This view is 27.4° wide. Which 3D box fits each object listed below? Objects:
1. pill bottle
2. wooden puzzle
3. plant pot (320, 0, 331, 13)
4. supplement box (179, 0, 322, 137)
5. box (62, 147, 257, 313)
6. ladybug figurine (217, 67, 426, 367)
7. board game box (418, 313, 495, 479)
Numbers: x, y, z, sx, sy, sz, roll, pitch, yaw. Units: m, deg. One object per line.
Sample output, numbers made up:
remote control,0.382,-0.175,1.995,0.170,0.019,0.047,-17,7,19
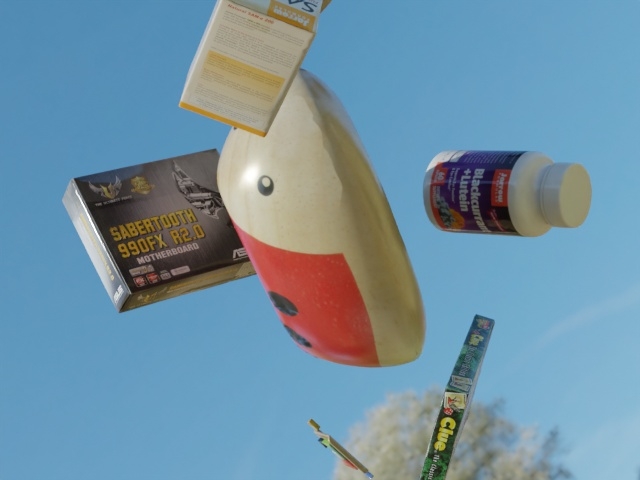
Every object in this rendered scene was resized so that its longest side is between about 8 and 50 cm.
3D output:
pill bottle,0.234,-0.059,1.637,0.108,0.193,0.108,-5,-83,-50
wooden puzzle,0.023,0.260,1.615,0.014,0.116,0.078,-49,5,-9
plant pot,-0.024,-0.368,1.743,0.096,0.109,0.109,-33,-46,8
supplement box,-0.045,-0.118,0.829,0.062,0.036,0.098,20,-43,-11
box,-0.200,-0.018,1.745,0.231,0.183,0.056,-15,-24,-36
ladybug figurine,0.000,0.000,1.509,0.162,0.305,0.449,-24,-40,-1
board game box,0.152,0.183,1.462,0.260,0.030,0.136,-46,-31,-70
